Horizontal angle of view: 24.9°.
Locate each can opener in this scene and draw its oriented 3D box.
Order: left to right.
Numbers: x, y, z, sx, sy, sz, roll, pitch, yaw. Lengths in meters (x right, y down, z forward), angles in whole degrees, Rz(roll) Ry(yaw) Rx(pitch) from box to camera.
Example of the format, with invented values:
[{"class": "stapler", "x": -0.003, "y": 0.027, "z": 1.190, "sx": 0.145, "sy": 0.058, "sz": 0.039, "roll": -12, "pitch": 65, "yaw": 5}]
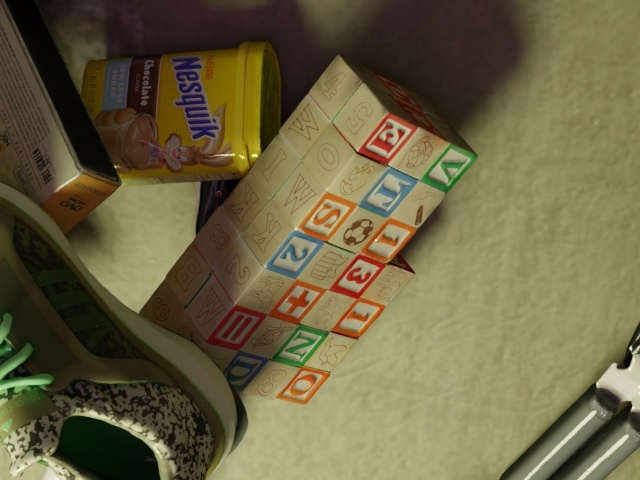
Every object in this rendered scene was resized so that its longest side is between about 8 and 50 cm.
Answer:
[{"class": "can opener", "x": 0.272, "y": 0.160, "z": 1.343, "sx": 0.074, "sy": 0.093, "sz": 0.280, "roll": 37, "pitch": 117, "yaw": -2}]

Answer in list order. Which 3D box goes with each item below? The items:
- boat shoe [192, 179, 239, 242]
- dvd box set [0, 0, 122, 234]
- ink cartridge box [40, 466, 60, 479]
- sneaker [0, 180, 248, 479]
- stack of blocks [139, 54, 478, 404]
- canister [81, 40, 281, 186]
[{"class": "boat shoe", "x": -0.094, "y": -0.029, "z": 1.349, "sx": 0.042, "sy": 0.049, "sz": 0.133, "roll": 7, "pitch": 103, "yaw": 14}, {"class": "dvd box set", "x": -0.392, "y": -0.041, "z": 1.294, "sx": 0.420, "sy": 0.062, "sz": 0.307, "roll": -39, "pitch": 59, "yaw": 16}, {"class": "ink cartridge box", "x": -0.194, "y": 0.233, "z": 1.425, "sx": 0.140, "sy": 0.082, "sz": 0.190, "roll": 28, "pitch": 109, "yaw": 0}, {"class": "sneaker", "x": -0.228, "y": 0.093, "z": 1.114, "sx": 0.410, "sy": 0.182, "sz": 0.158, "roll": 36, "pitch": 110, "yaw": -18}, {"class": "stack of blocks", "x": 0.000, "y": 0.000, "z": 1.276, "sx": 0.297, "sy": 0.171, "sz": 0.087, "roll": -51, "pitch": 50, "yaw": 17}, {"class": "canister", "x": -0.126, "y": -0.110, "z": 1.298, "sx": 0.170, "sy": 0.073, "sz": 0.126, "roll": -3, "pitch": 71, "yaw": 12}]
